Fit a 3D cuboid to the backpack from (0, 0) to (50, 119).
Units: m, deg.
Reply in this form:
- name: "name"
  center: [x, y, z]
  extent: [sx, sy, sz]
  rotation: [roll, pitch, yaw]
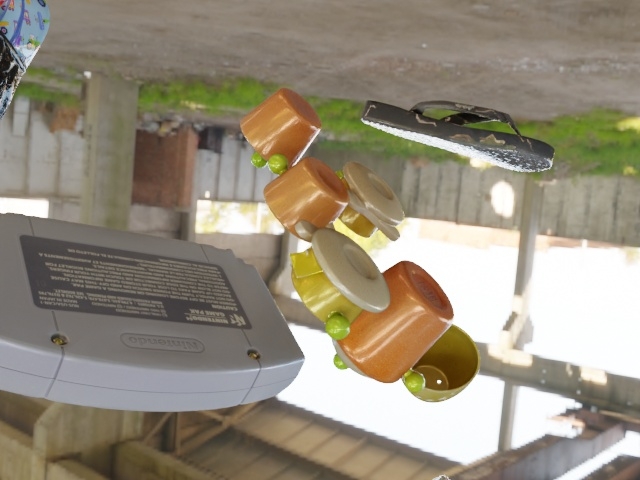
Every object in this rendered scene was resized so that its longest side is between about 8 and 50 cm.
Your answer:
- name: "backpack"
  center: [-0.364, -0.215, 0.775]
  extent: [0.158, 0.173, 0.117]
  rotation: [17, 159, 10]

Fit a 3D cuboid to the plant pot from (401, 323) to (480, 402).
- name: "plant pot"
  center: [0.183, 0.209, 1.260]
  extent: [0.134, 0.134, 0.095]
  rotation: [2, 140, -2]

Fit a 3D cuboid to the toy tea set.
- name: "toy tea set"
  center: [0.000, 0.000, 0.768]
  extent: [0.200, 0.124, 0.336]
  rotation: [29, -152, -37]

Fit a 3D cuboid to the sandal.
- name: "sandal"
  center: [0.141, -0.131, 0.855]
  extent: [0.097, 0.055, 0.254]
  rotation: [16, -173, -45]

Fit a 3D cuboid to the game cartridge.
- name: "game cartridge"
  center: [-0.166, 0.064, 0.692]
  extent: [0.297, 0.062, 0.198]
  rotation: [11, -146, -36]

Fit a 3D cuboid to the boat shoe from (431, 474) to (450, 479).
- name: "boat shoe"
  center: [0.084, 0.364, 0.957]
  extent: [0.083, 0.076, 0.226]
  rotation: [-14, 160, -48]
